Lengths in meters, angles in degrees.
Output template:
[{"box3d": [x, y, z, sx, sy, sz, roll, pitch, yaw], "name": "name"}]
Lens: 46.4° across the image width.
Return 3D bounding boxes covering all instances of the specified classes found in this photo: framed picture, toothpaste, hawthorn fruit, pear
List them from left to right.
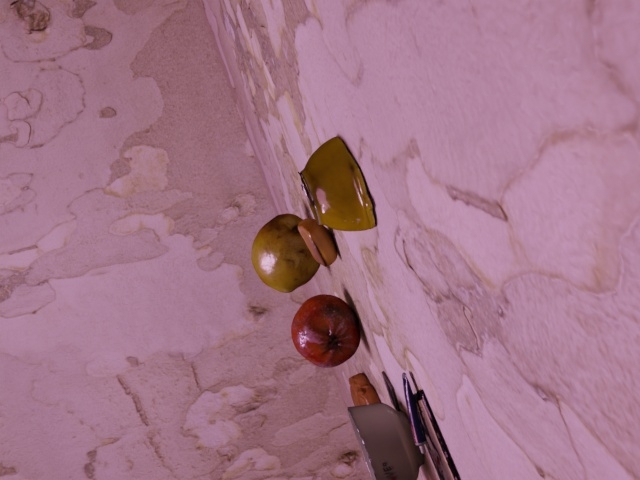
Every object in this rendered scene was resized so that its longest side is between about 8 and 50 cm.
[{"box3d": [-0.089, 0.033, 1.966, 0.200, 0.200, 0.199, 159, 90, -84], "name": "pear"}, {"box3d": [0.009, 0.212, 1.776, 0.173, 0.173, 0.172, 159, 90, -84], "name": "hawthorn fruit"}, {"box3d": [0.155, 0.335, 1.618, 0.066, 0.007, 0.089, -122, 12, -61], "name": "framed picture"}, {"box3d": [0.159, 0.294, 1.271, 0.037, 0.021, 0.139, 122, 135, -83], "name": "toothpaste"}, {"box3d": [0.196, 0.354, 1.280, 0.195, 0.010, 0.199, 90, 159, -74], "name": "framed picture"}]

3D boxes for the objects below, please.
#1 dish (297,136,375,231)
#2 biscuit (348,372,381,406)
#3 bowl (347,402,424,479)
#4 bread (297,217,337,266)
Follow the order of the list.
[{"box3d": [0.017, -0.073, 1.125, 0.207, 0.080, 0.148, -121, 11, -69], "name": "dish"}, {"box3d": [0.151, 0.519, 2.070, 0.351, 0.057, 0.311, -132, 23, -75], "name": "biscuit"}, {"box3d": [0.141, 0.425, 1.540, 0.211, 0.112, 0.211, 159, 90, -83], "name": "bowl"}, {"box3d": [0.000, 0.000, 1.644, 0.115, 0.056, 0.082, 62, 166, -20], "name": "bread"}]
